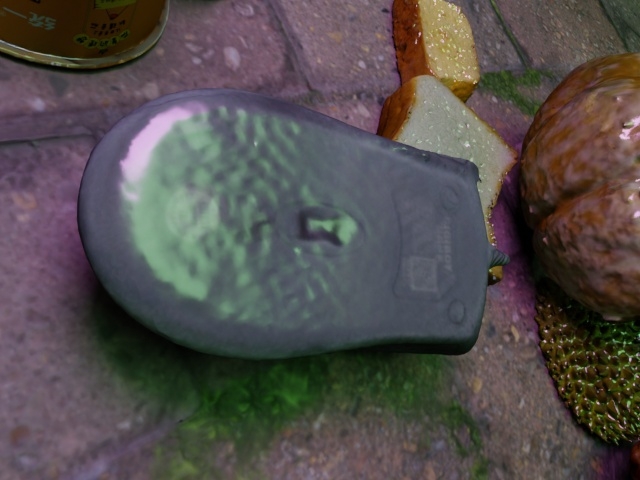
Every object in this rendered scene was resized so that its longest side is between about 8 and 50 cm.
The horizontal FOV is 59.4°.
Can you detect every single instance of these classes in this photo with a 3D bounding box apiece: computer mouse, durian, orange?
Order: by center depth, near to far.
[{"bbox_3d":[0.000,0.000,0.453,0.371,0.122,0.188,8,79,-28],"label":"computer mouse"},{"bbox_3d":[0.366,-0.104,0.659,0.210,0.271,0.369,56,38,-26],"label":"orange"},{"bbox_3d":[0.342,0.129,0.676,0.137,0.095,0.221,1,63,-37],"label":"durian"}]

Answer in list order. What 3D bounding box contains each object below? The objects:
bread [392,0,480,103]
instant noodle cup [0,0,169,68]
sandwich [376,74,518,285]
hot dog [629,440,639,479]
[{"bbox_3d":[0.148,-0.256,0.737,0.103,0.065,0.187,14,60,-25],"label":"bread"},{"bbox_3d":[-0.188,-0.264,0.412,0.216,0.172,0.216,15,62,-30],"label":"instant noodle cup"},{"bbox_3d":[0.135,-0.071,0.633,0.186,0.065,0.215,39,51,-16],"label":"sandwich"},{"bbox_3d":[0.458,0.335,0.618,0.272,0.122,0.196,55,12,-8],"label":"hot dog"}]
